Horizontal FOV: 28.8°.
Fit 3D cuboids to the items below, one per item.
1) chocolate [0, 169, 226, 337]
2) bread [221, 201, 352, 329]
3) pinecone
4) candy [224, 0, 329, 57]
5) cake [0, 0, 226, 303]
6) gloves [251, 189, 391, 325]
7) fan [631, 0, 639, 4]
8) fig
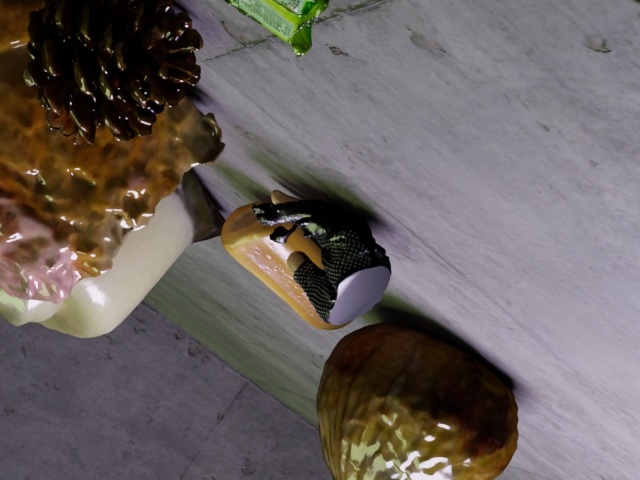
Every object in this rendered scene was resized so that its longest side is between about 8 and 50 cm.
[{"bbox_3d":[-0.348,-0.011,1.700,0.314,0.297,0.326,22,162,26],"label":"chocolate"},{"bbox_3d":[-0.034,0.033,1.619,0.093,0.074,0.239,-20,138,23],"label":"bread"},{"bbox_3d":[-0.189,-0.167,1.141,0.174,0.173,0.173,32,167,8],"label":"pinecone"},{"bbox_3d":[-0.071,-0.212,0.935,0.178,0.032,0.102,35,163,1],"label":"candy"},{"bbox_3d":[-0.338,-0.120,1.351,0.314,0.293,0.307,49,159,-28],"label":"cake"},{"bbox_3d":[0.002,-0.002,1.419,0.180,0.106,0.129,60,180,31],"label":"gloves"},{"bbox_3d":[0.193,-0.131,0.641,0.153,0.008,0.226,19,159,45],"label":"fan"},{"bbox_3d":[0.087,0.302,1.692,0.286,0.368,0.286,35,177,2],"label":"fig"}]
